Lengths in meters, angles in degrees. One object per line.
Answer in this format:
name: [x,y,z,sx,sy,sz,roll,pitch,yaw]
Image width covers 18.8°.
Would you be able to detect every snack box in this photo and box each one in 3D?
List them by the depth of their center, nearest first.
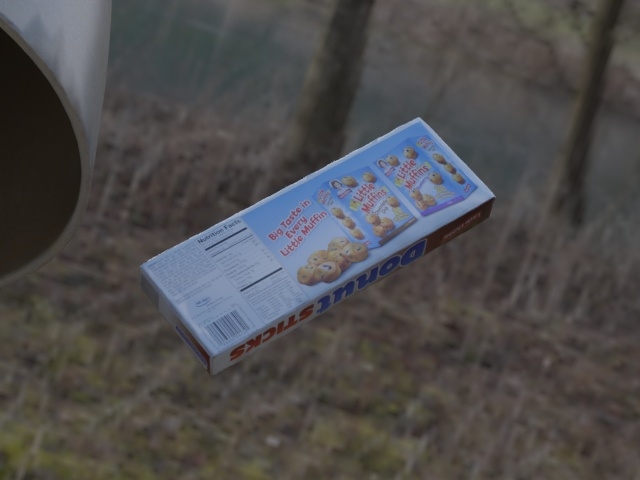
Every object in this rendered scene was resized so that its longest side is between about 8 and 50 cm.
snack box: [0.000,0.000,0.967,0.178,0.022,0.064,-29,61,-25]

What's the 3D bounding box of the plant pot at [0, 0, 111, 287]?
plant pot: [-0.209,-0.154,0.999,0.256,0.256,0.274,18,49,-5]
